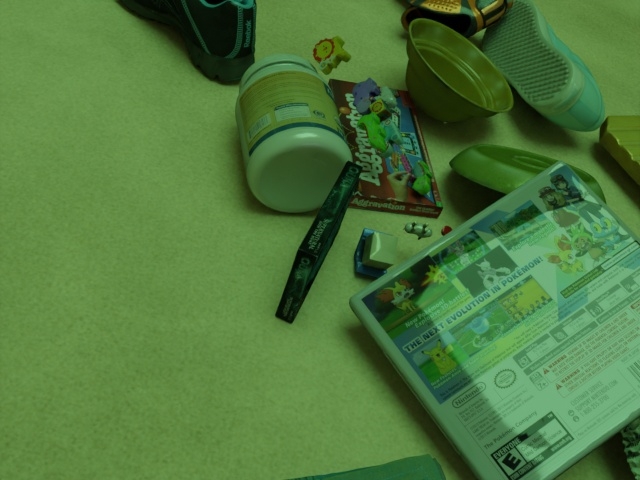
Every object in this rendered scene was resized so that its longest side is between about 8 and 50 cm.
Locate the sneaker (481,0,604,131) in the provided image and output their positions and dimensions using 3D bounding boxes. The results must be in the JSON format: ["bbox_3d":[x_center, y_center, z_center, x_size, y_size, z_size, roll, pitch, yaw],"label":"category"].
[{"bbox_3d":[0.406,-0.309,1.547,0.150,0.135,0.366,34,30,-31],"label":"sneaker"}]

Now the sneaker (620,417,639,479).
[{"bbox_3d":[0.428,0.183,1.039,0.146,0.102,0.293,30,52,-38],"label":"sneaker"}]

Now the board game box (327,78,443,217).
[{"bbox_3d":[0.094,-0.150,1.316,0.145,0.027,0.281,6,45,-14],"label":"board game box"}]

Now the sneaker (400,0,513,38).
[{"bbox_3d":[0.190,-0.475,1.608,0.180,0.124,0.321,-39,51,-24],"label":"sneaker"}]

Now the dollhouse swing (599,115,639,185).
[{"bbox_3d":[0.710,-0.185,1.410,0.305,0.315,0.347,8,41,-42],"label":"dollhouse swing"}]

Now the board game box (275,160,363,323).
[{"bbox_3d":[0.000,0.000,1.060,0.026,0.126,0.186,24,44,4],"label":"board game box"}]

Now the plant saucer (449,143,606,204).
[{"bbox_3d":[0.315,-0.101,1.269,0.241,0.037,0.241,13,17,-4],"label":"plant saucer"}]

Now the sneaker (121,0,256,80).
[{"bbox_3d":[-0.216,-0.407,1.374,0.341,0.140,0.125,41,49,22],"label":"sneaker"}]

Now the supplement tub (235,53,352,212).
[{"bbox_3d":[-0.042,-0.153,1.182,0.144,0.144,0.200,3,47,-18],"label":"supplement tub"}]

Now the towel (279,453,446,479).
[{"bbox_3d":[0.047,0.383,0.763,0.271,0.040,0.370,-2,50,-21],"label":"towel"}]

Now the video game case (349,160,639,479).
[{"bbox_3d":[0.250,0.096,0.986,0.329,0.036,0.300,-32,64,-9],"label":"video game case"}]

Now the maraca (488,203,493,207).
[{"bbox_3d":[0.309,-0.012,1.212,0.127,0.099,0.186,10,27,-15],"label":"maraca"}]

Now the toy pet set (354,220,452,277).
[{"bbox_3d":[0.105,0.034,1.123,0.114,0.065,0.122,14,74,-11],"label":"toy pet set"}]

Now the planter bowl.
[{"bbox_3d":[0.209,-0.261,1.408,0.217,0.090,0.217,24,39,-21],"label":"planter bowl"}]

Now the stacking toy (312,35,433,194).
[{"bbox_3d":[0.077,-0.175,1.219,0.167,0.052,0.221,32,30,-52],"label":"stacking toy"}]
